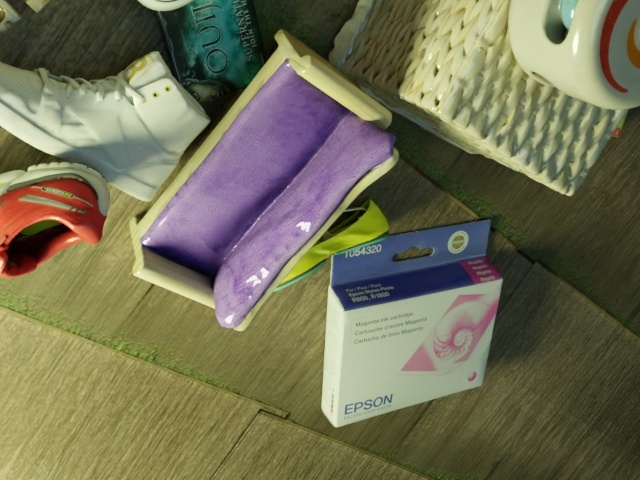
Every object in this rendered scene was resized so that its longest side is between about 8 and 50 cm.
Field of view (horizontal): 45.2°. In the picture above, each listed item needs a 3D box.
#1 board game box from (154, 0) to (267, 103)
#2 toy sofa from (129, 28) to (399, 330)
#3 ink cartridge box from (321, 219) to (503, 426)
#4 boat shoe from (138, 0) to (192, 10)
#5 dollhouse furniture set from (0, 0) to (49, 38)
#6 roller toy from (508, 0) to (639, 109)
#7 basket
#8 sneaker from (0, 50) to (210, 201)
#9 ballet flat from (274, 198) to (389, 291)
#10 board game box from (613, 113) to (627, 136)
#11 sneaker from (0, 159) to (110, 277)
[{"bbox_3d":[-0.142,-0.276,0.986,0.126,0.026,0.186,-24,123,-17],"label":"board game box"},{"bbox_3d":[-0.081,-0.068,0.987,0.150,0.177,0.362,29,113,-36],"label":"toy sofa"},{"bbox_3d":[0.164,0.144,1.347,0.324,0.071,0.330,-10,120,-24],"label":"ink cartridge box"},{"bbox_3d":[-0.098,-0.405,0.874,0.121,0.119,0.335,42,85,-20],"label":"boat shoe"},{"bbox_3d":[-0.341,-0.297,0.803,0.151,0.123,0.144,-44,127,-3],"label":"dollhouse furniture set"},{"bbox_3d":[0.323,-0.246,0.854,0.191,0.146,0.209,-36,128,-8],"label":"roller toy"},{"bbox_3d":[0.254,-0.280,1.059,0.328,0.266,0.331,23,103,-36],"label":"basket"},{"bbox_3d":[-0.266,-0.176,0.910,0.169,0.108,0.292,-48,138,12],"label":"sneaker"},{"bbox_3d":[0.000,0.000,1.187,0.231,0.077,0.077,-25,103,-20],"label":"ballet flat"},{"bbox_3d":[0.454,-0.235,1.328,0.181,0.043,0.092,1,114,-30],"label":"board game box"},{"bbox_3d":[-0.379,-0.008,0.889,0.279,0.118,0.107,-16,148,8],"label":"sneaker"}]
